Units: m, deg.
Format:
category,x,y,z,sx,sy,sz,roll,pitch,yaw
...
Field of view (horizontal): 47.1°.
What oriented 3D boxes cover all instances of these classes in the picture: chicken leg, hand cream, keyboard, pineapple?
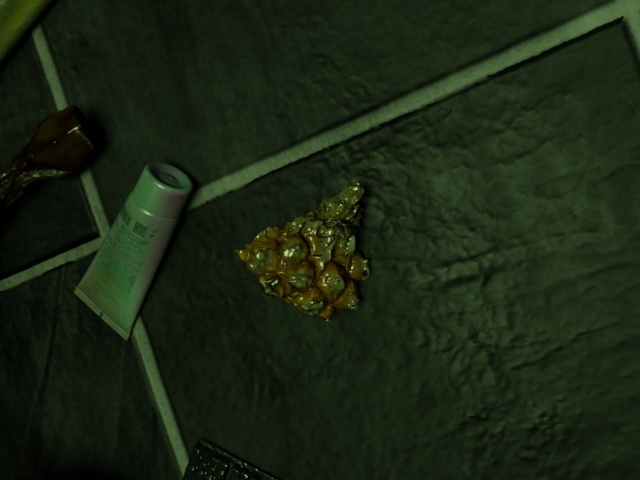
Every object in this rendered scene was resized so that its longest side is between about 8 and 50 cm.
category,x,y,z,sx,sy,sz,roll,pitch,yaw
chicken leg,-0.333,-0.030,0.710,0.304,0.113,0.093,-29,105,19
hand cream,-0.176,0.008,0.685,0.076,0.047,0.174,39,116,14
keyboard,-0.028,0.257,0.653,0.231,0.023,0.072,22,100,19
pineapple,0.000,0.000,0.607,0.114,0.077,0.114,36,97,-20

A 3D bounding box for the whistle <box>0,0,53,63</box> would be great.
category,x,y,z,sx,sy,sz,roll,pitch,yaw
whistle,-0.365,-0.175,0.734,0.326,0.057,0.068,-43,79,19
